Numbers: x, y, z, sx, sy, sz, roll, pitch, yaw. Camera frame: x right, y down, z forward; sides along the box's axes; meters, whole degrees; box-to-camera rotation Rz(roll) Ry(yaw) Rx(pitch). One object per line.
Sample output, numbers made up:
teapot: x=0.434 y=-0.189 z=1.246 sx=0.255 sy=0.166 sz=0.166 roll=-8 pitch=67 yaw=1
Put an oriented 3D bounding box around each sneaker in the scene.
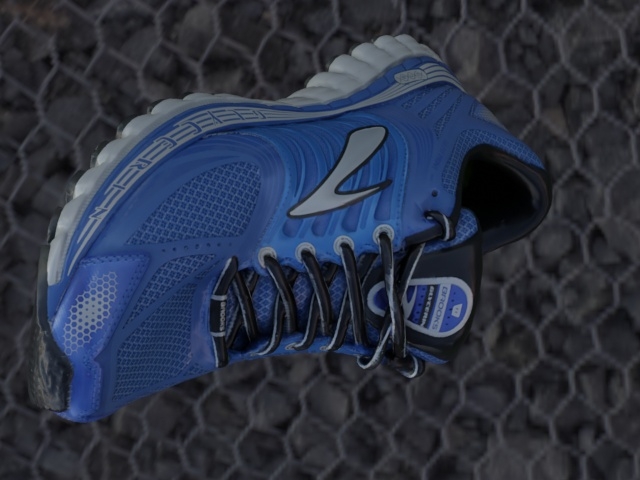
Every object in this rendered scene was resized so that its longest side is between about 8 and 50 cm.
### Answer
sneaker: x=0.000 y=0.000 z=0.773 sx=0.147 sy=0.330 sz=0.130 roll=34 pitch=133 yaw=27
